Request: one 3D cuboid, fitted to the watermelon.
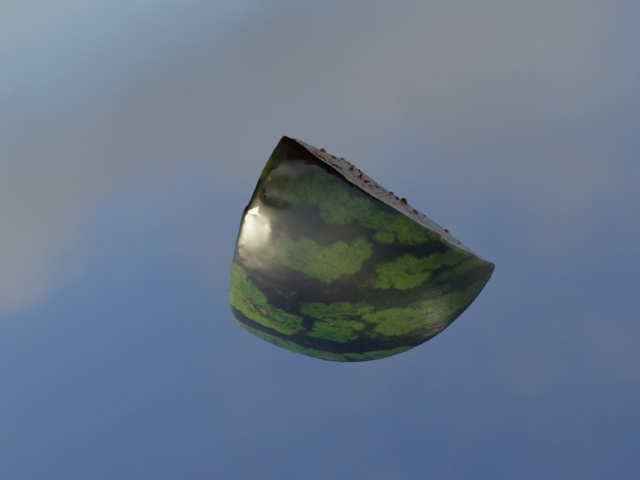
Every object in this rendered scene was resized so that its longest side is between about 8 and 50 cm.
[{"bbox_3d":[0.000,0.000,0.826,0.135,0.125,0.094,-37,-141,40],"label":"watermelon"}]
